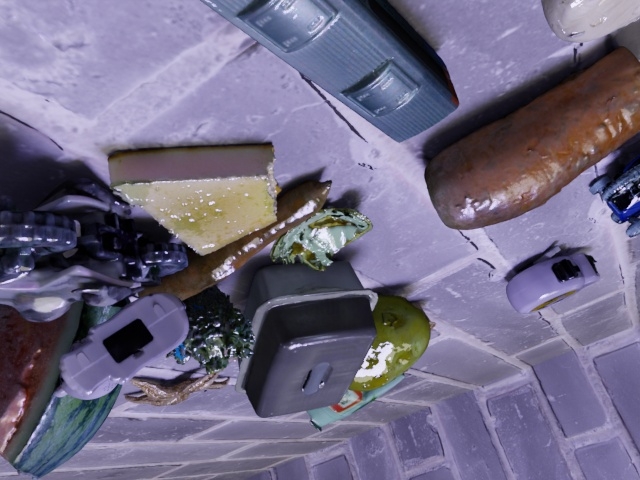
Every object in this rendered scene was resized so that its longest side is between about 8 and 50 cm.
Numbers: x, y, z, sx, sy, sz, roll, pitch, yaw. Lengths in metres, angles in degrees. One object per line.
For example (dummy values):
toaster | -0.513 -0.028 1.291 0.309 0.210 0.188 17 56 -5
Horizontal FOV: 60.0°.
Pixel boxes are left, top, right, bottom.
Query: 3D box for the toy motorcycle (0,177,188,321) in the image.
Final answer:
toy motorcycle | -0.298 0.021 0.640 0.188 0.143 0.327 -15 169 12

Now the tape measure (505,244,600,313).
tape measure | 0.528 0.095 1.299 0.178 0.105 0.196 2 149 -46

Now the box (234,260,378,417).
box | -0.032 0.177 0.985 0.221 0.166 0.290 -4 137 -23

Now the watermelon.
watermelon | -0.419 0.205 0.844 0.293 0.283 0.250 -1 144 25

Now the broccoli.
broccoli | -0.188 0.149 0.885 0.167 0.154 0.160 -8 135 -4

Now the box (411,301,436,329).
box | 0.201 0.220 1.324 0.111 0.111 0.177 -8 151 -19

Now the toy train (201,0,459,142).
toy train | -0.012 -0.194 0.455 0.086 0.089 0.409 -28 152 29

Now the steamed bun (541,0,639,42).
steamed bun | 0.256 -0.252 0.499 0.130 0.090 0.112 -32 154 18

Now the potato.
potato | 0.109 0.216 1.177 0.254 0.186 0.148 -15 -163 4

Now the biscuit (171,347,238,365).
biscuit | -0.220 0.211 1.134 0.133 0.032 0.250 -30 150 19

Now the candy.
candy | 0.021 0.320 1.385 0.263 0.172 0.398 -35 129 11

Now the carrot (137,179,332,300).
carrot | -0.120 0.009 0.787 0.342 0.070 0.070 -29 151 18

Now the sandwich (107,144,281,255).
sandwich | -0.125 -0.066 0.657 0.163 0.058 0.193 -25 150 10

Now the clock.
clock | -0.252 0.136 0.709 0.176 0.080 0.117 -36 -179 -39

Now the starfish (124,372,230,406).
starfish | -0.342 0.355 1.320 0.236 0.062 0.277 -31 155 34

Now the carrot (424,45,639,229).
carrot | 0.281 -0.117 0.724 0.302 0.138 0.139 -31 150 23

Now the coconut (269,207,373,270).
coconut | -0.003 -0.004 0.840 0.158 0.055 0.133 -13 154 -7

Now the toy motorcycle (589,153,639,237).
toy motorcycle | 0.570 -0.100 0.954 0.169 0.113 0.315 -41 155 21
